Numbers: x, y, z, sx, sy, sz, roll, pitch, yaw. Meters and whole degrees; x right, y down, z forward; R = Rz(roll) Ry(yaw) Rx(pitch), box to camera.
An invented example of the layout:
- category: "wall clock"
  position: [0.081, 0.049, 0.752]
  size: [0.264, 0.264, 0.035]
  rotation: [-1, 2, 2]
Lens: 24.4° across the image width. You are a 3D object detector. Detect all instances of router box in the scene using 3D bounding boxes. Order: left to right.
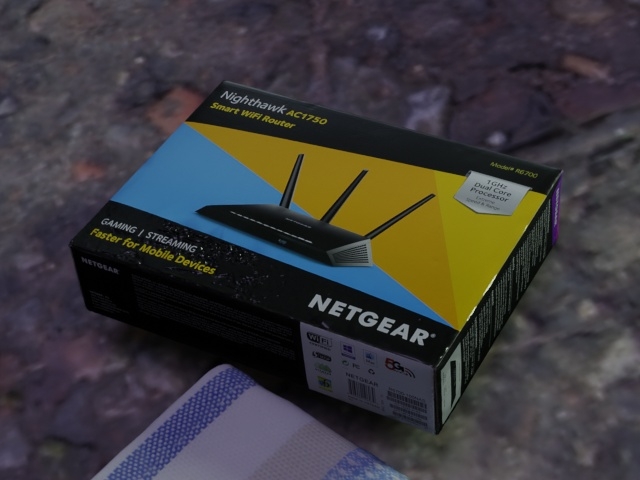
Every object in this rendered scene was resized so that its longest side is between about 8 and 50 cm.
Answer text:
- category: "router box"
  position: [0.000, 0.000, 0.658]
  size: [0.178, 0.046, 0.133]
  rotation: [17, 47, 23]

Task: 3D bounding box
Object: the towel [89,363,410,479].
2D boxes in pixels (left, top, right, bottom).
- category: "towel"
  position: [-0.007, 0.183, 0.543]
  size: [0.285, 0.034, 0.209]
  rotation: [32, 63, 29]
